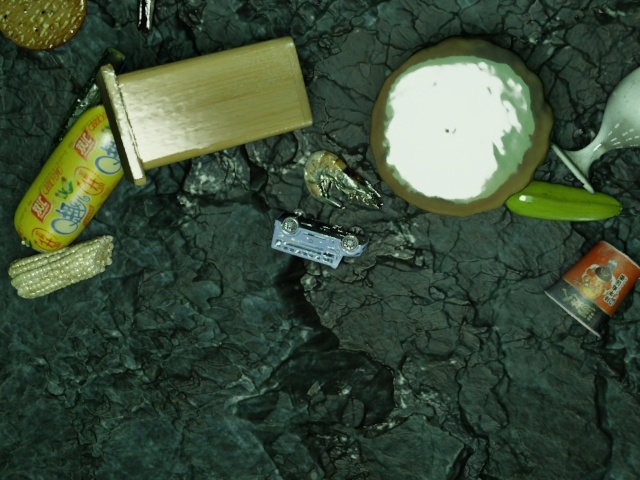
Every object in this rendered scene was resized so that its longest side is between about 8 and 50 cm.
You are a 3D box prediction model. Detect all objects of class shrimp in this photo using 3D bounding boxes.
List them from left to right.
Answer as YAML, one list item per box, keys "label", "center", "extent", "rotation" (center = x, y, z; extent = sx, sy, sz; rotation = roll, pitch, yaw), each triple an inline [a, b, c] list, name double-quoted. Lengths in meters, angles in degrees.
- label: "shrimp"
  center: [0.039, -0.094, 1.359]
  extent: [0.161, 0.034, 0.091]
  rotation: [35, 118, 5]

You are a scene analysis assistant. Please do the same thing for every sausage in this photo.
- label: "sausage"
  center: [-0.439, -0.113, 1.372]
  extent: [0.123, 0.123, 0.347]
  rotation: [39, 105, -3]

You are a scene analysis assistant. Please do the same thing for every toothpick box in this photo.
- label: "toothpick box"
  center: [-0.188, -0.221, 1.239]
  extent: [0.308, 0.190, 0.187]
  rotation: [-17, 101, -14]

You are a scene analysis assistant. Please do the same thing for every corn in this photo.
- label: "corn"
  center: [-0.490, 0.053, 1.446]
  extent: [0.211, 0.087, 0.087]
  rotation: [-14, 102, 10]

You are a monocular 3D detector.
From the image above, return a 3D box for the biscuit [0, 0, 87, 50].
- label: "biscuit"
  center: [-0.506, -0.435, 1.352]
  extent: [0.188, 0.027, 0.187]
  rotation: [2, 106, 8]

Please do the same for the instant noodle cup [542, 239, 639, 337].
- label: "instant noodle cup"
  center: [0.472, 0.077, 1.294]
  extent: [0.127, 0.127, 0.135]
  rotation: [39, 98, -2]

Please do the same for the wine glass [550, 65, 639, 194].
- label: "wine glass"
  center: [0.495, -0.189, 1.216]
  extent: [0.241, 0.126, 0.126]
  rotation: [-41, 95, 19]

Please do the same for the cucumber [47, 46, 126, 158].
- label: "cucumber"
  center: [-0.433, -0.240, 1.381]
  extent: [0.043, 0.044, 0.256]
  rotation: [20, 115, -42]

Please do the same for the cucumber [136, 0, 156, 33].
- label: "cucumber"
  center: [-0.303, -0.431, 1.320]
  extent: [0.034, 0.033, 0.134]
  rotation: [30, 111, 40]

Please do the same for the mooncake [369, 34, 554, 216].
- label: "mooncake"
  center: [0.228, -0.188, 1.236]
  extent: [0.291, 0.161, 0.290]
  rotation: [2, 103, 9]

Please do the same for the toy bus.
- label: "toy bus"
  center: [0.000, 0.000, 1.364]
  extent: [0.168, 0.073, 0.076]
  rotation: [17, 109, 7]

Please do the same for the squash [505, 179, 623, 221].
- label: "squash"
  center: [0.412, -0.066, 1.292]
  extent: [0.201, 0.066, 0.066]
  rotation: [6, 105, 0]
